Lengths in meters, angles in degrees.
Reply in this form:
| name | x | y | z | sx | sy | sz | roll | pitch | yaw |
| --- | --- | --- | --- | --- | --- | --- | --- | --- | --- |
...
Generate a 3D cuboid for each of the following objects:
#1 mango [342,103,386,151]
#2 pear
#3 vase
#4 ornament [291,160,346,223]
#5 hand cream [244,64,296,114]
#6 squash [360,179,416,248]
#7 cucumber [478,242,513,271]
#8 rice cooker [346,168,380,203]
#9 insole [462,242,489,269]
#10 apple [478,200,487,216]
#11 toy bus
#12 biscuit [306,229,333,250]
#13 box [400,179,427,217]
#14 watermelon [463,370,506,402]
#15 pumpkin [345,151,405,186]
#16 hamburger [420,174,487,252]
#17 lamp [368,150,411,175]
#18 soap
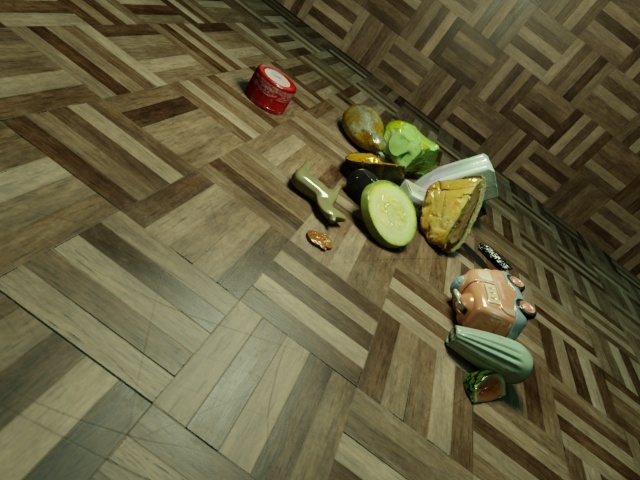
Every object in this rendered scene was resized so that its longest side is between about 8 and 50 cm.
| name | x | y | z | sx | sy | sz | roll | pitch | yaw |
| --- | --- | --- | --- | --- | --- | --- | --- | --- | --- |
| mango | 0.213 | -0.530 | 2.263 | 0.193 | 0.146 | 0.316 | -12 | 57 | -17 |
| pear | 0.427 | -0.471 | 2.307 | 0.286 | 0.176 | 0.281 | -5 | 51 | -50 |
| vase | 0.496 | 0.331 | 1.410 | 0.248 | 0.128 | 0.128 | 25 | 31 | -2 |
| ornament | 0.001 | -0.157 | 1.610 | 0.230 | 0.061 | 0.245 | 37 | 28 | -6 |
| hand cream | -0.207 | -0.631 | 1.982 | 0.193 | 0.125 | 0.193 | 29 | 32 | -20 |
| squash | 0.247 | -0.095 | 1.701 | 0.252 | 0.049 | 0.252 | 16 | 64 | -36 |
| cucumber | 0.786 | 0.077 | 2.141 | 0.181 | 0.053 | 0.053 | 48 | 31 | 19 |
| rice cooker | 0.176 | -0.199 | 1.804 | 0.165 | 0.112 | 0.106 | 44 | 24 | -2 |
| insole | 0.653 | 0.040 | 2.093 | 0.253 | 0.005 | 0.086 | 50 | 31 | 19 |
| apple | 0.739 | -0.196 | 2.350 | 0.207 | 0.174 | 0.188 | 48 | 4 | 27 |
| toy bus | 0.545 | 0.216 | 1.572 | 0.232 | 0.194 | 0.287 | 19 | 33 | -7 |
| biscuit | 0.000 | 0.000 | 1.437 | 0.091 | 0.015 | 0.078 | 12 | 38 | -37 |
| box | 0.468 | -0.157 | 2.093 | 0.269 | 0.079 | 0.135 | 24 | 33 | -22 |
| watermelon | 0.469 | 0.398 | 1.336 | 0.163 | 0.069 | 0.087 | 6 | 41 | -40 |
| pumpkin | 0.196 | -0.265 | 1.919 | 0.169 | 0.148 | 0.312 | -8 | 19 | -18 |
| hamburger | 0.520 | -0.134 | 1.933 | 0.209 | 0.329 | 0.162 | 31 | 10 | 38 |
| lamp | 0.338 | -0.457 | 2.401 | 0.269 | 0.047 | 0.266 | 22 | 37 | -26 |
| soap | 0.618 | -0.251 | 2.183 | 0.115 | 0.347 | 0.208 | -91 | 160 | -44 |
